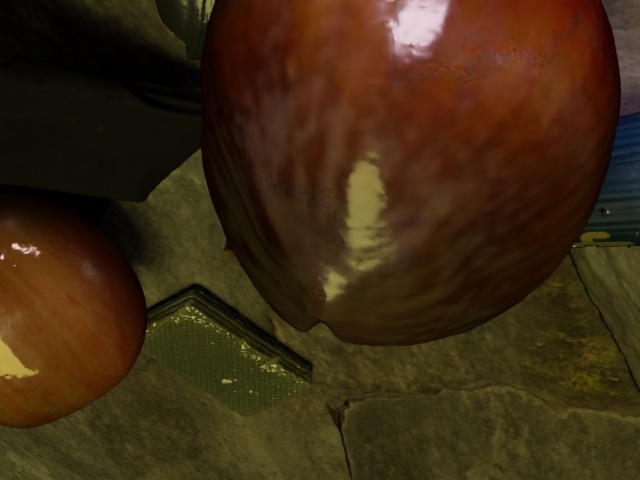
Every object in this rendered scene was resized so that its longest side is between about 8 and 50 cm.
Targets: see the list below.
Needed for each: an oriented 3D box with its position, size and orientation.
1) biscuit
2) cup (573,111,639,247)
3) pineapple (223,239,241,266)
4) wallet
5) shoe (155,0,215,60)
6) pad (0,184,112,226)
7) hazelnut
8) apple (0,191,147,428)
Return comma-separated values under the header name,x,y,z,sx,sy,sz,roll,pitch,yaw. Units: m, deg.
name,x,y,z,sx,sy,sz,roll,pitch,yaw
biscuit,-0.116,0.134,1.980,0.121,0.040,0.199,-26,131,38
cup,0.272,-0.049,1.636,0.155,0.131,0.176,-6,164,23
pineapple,0.000,0.000,1.741,0.186,0.114,0.236,17,143,-11
wallet,-0.281,-0.108,1.597,0.378,0.051,0.197,5,150,-36
shoe,-0.116,-0.268,1.442,0.093,0.108,0.241,12,135,3
pad,-0.341,-0.051,1.822,0.220,0.004,0.330,22,139,-16
hazelnut,0.058,-0.092,1.433,0.359,0.359,0.409,7,135,2
apple,-0.316,0.063,1.790,0.242,0.242,0.241,-16,123,27
